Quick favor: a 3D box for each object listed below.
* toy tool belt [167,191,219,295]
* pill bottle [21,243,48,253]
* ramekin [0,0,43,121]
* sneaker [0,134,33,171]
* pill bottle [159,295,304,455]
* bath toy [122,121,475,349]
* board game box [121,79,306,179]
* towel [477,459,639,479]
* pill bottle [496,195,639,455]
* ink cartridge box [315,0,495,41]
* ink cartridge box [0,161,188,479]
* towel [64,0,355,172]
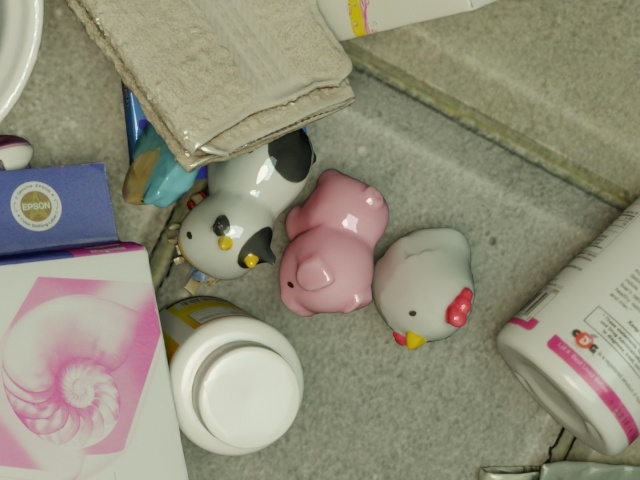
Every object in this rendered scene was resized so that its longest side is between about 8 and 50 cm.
[{"bbox_3d":[-0.113,0.003,1.464,0.051,0.052,0.083,-26,101,-21],"label":"toy tool belt"},{"bbox_3d":[-0.220,0.100,1.395,0.112,0.112,0.186,-32,92,-11],"label":"pill bottle"},{"bbox_3d":[-0.372,-0.190,1.330,0.277,0.135,0.277,-2,96,-15],"label":"ramekin"},{"bbox_3d":[-0.350,-0.013,1.379,0.236,0.095,0.104,-15,107,-15],"label":"sneaker"},{"bbox_3d":[-0.084,0.116,1.397,0.117,0.215,0.117,-1,96,-15],"label":"pill bottle"},{"bbox_3d":[0.000,0.000,1.423,0.348,0.129,0.151,29,99,-26],"label":"bath toy"},{"bbox_3d":[-0.099,-0.161,1.454,0.160,0.047,0.210,-7,97,-15],"label":"board game box"},{"bbox_3d":[0.290,0.376,1.609,0.312,0.056,0.324,1,94,-16],"label":"towel"},{"bbox_3d":[0.317,0.053,1.533,0.283,0.160,0.160,-43,104,-8],"label":"pill bottle"},{"bbox_3d":[0.078,-0.276,1.377,0.171,0.233,0.168,-28,104,-36],"label":"ink cartridge box"},{"bbox_3d":[-0.279,0.099,1.263,0.324,0.071,0.330,-7,80,-28],"label":"ink cartridge box"},{"bbox_3d":[-0.108,-0.196,1.347,0.187,0.049,0.282,-28,73,-33],"label":"towel"}]
